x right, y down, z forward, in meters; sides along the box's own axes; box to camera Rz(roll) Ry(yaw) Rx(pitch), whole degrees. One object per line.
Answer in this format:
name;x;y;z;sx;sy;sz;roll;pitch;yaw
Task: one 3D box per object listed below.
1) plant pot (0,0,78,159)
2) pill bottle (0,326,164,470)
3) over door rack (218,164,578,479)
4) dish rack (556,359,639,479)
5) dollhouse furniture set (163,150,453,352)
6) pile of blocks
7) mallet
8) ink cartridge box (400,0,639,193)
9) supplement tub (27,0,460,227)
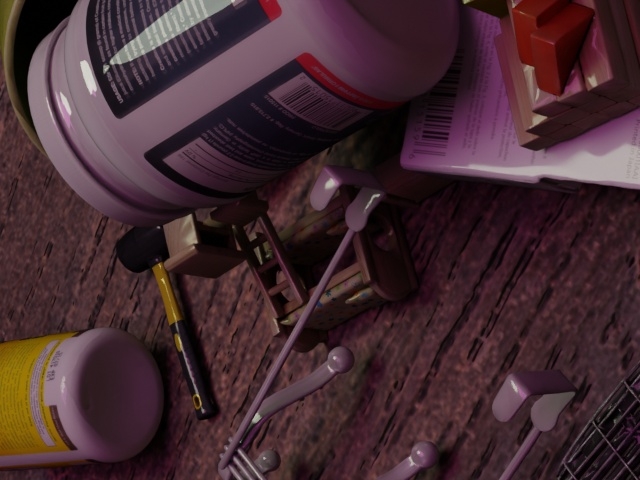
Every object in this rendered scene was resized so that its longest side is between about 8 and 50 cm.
plant pot;-0.159;-0.225;1.633;0.274;0.275;0.293;-59;34;18
pill bottle;-0.248;0.143;1.722;0.215;0.117;0.117;-10;76;41
over door rack;0.058;0.137;1.415;0.239;0.108;0.324;48;134;32
dish rack;0.273;0.197;1.259;0.208;0.074;0.271;-53;50;21
dollhouse furniture set;0.000;0.000;1.486;0.182;0.161;0.101;-32;62;36
pile of blocks;0.153;-0.245;1.264;0.149;0.113;0.362;5;85;40
mallet;-0.132;0.069;1.688;0.062;0.039;0.189;-26;69;36
ink cartridge box;0.183;-0.170;1.336;0.239;0.060;0.275;9;88;40
supplement tub;-0.056;-0.138;1.372;0.272;0.191;0.191;-28;64;35
